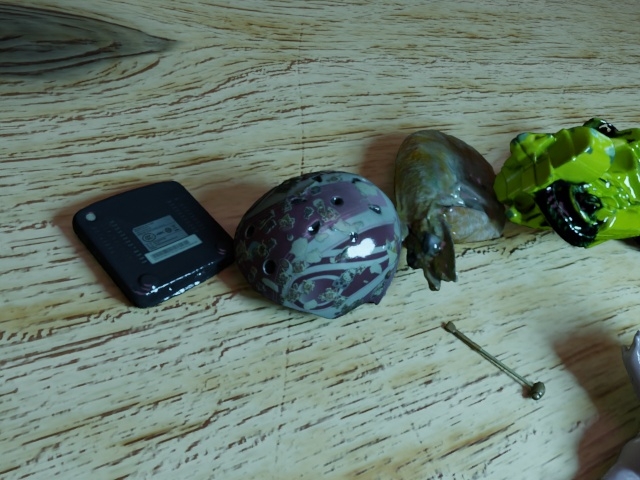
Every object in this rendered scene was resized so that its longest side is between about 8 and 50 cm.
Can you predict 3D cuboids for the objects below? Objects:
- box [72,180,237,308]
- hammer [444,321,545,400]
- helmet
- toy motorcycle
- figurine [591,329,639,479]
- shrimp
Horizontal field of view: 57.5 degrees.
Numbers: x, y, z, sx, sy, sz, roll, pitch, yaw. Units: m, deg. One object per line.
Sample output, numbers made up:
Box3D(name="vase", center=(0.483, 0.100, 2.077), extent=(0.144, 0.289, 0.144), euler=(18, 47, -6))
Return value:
Box3D(name="box", center=(-0.160, -0.004, 0.573), extent=(0.125, 0.027, 0.126), euler=(45, 47, 18))
Box3D(name="hammer", center=(0.186, 0.127, 0.626), extent=(0.123, 0.014, 0.029), euler=(35, 37, 12))
Box3D(name="helmet", center=(0.012, -0.010, 0.591), extent=(0.177, 0.107, 0.153), euler=(-7, 56, -41))
Box3D(name="toy motorcycle", center=(0.372, -0.082, 0.795), extent=(0.342, 0.142, 0.206), euler=(2, 54, -41))
Box3D(name="figurine", center=(0.383, 0.198, 0.582), extent=(0.176, 0.186, 0.287), euler=(14, 54, 44))
Box3D(name="shrimp", center=(0.166, -0.041, 0.725), extent=(0.168, 0.077, 0.317), euler=(23, 42, -8))
